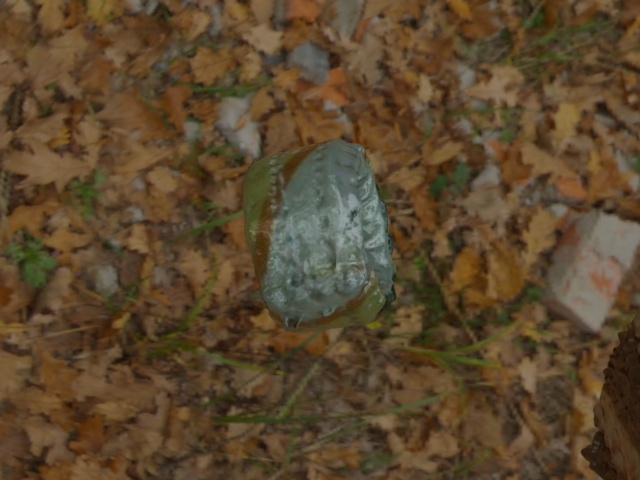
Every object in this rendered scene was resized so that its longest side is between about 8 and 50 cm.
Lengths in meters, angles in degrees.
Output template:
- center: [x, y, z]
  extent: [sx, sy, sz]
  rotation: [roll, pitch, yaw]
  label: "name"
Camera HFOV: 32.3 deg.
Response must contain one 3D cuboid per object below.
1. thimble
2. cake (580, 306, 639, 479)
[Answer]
- center: [0.000, 0.000, 1.504]
  extent: [0.288, 0.167, 0.254]
  rotation: [-77, 152, -63]
  label: "thimble"
- center: [0.418, 0.188, 1.044]
  extent: [0.282, 0.255, 0.290]
  rotation: [0, 124, -8]
  label: "cake"
